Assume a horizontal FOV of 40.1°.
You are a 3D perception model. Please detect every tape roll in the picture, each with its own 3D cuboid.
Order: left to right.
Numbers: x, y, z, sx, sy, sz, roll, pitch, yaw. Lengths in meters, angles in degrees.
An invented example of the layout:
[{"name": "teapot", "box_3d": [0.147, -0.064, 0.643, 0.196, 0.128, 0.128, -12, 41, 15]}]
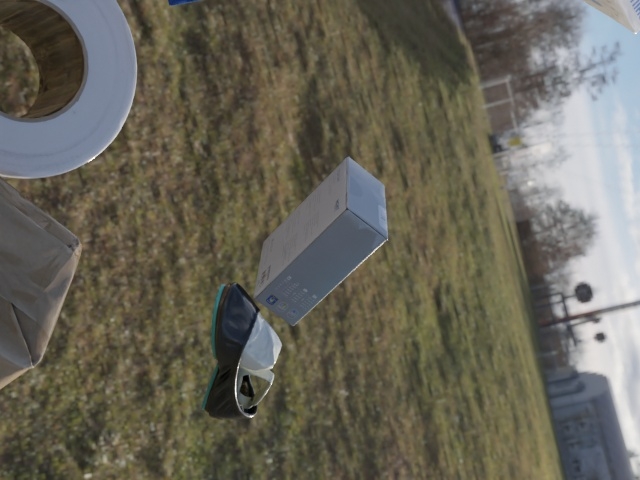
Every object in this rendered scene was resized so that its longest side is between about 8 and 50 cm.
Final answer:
[{"name": "tape roll", "box_3d": [-0.345, -0.188, 0.956, 0.169, 0.246, 0.246, 4, -65, 55]}]

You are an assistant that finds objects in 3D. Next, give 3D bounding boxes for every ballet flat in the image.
[{"name": "ballet flat", "box_3d": [-0.107, 0.162, 1.237, 0.280, 0.096, 0.095, 103, 4, -48]}]

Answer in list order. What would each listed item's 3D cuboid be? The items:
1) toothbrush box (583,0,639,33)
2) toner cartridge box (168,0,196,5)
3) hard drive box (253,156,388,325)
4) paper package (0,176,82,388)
[{"name": "toothbrush box", "box_3d": [0.332, -0.378, 0.831, 0.206, 0.283, 0.122, 31, 15, -48]}, {"name": "toner cartridge box", "box_3d": [-0.183, -0.525, 1.259, 0.075, 0.165, 0.348, -99, 177, -51]}, {"name": "hard drive box", "box_3d": [0.000, 0.000, 1.460, 0.089, 0.232, 0.181, 36, 27, -19]}, {"name": "paper package", "box_3d": [-0.435, 0.038, 0.803, 0.309, 0.324, 0.168, 42, 36, -24]}]
